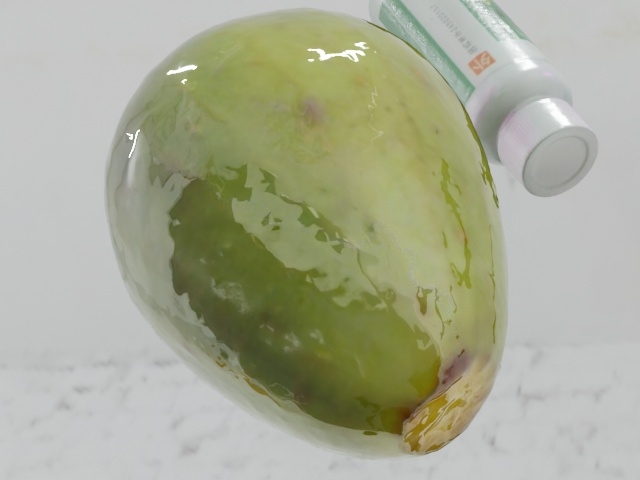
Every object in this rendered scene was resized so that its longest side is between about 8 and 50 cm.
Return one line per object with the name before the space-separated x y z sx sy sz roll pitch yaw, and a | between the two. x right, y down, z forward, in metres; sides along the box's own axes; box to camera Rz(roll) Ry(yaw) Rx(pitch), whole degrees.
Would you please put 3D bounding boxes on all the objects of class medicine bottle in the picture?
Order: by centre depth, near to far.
medicine bottle | 0.130 -0.137 1.284 0.095 0.260 0.095 -15 -46 -16

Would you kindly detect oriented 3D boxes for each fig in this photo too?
fig | 0.000 0.000 1.032 0.258 0.326 0.258 -16 -44 -16
